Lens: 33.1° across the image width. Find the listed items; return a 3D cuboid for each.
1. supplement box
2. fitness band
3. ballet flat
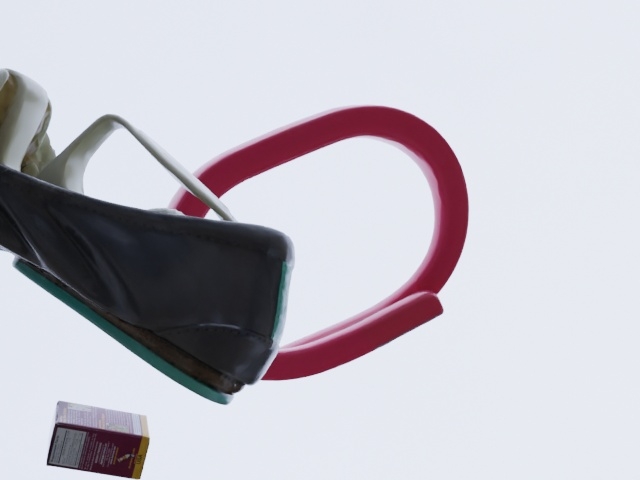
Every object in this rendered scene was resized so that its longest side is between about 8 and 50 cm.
[{"bbox_3d":[-0.197,0.176,0.953,0.083,0.055,0.043,13,-79,-14],"label":"supplement box"},{"bbox_3d":[0.000,0.000,0.938,0.291,0.054,0.209,-24,-81,-17],"label":"fitness band"},{"bbox_3d":[-0.096,-0.017,0.366,0.203,0.074,0.074,25,-83,18],"label":"ballet flat"}]
